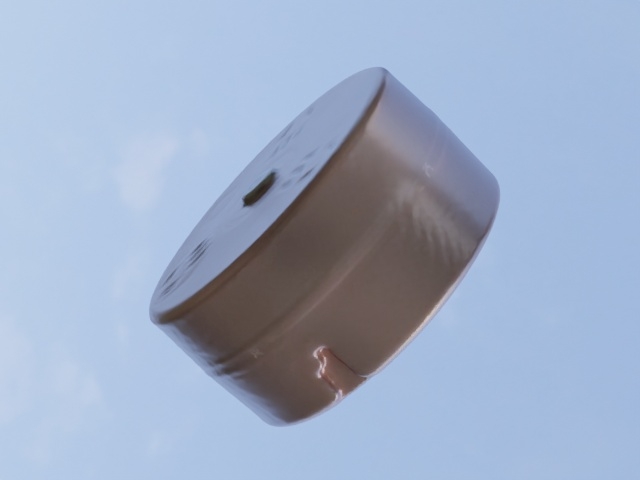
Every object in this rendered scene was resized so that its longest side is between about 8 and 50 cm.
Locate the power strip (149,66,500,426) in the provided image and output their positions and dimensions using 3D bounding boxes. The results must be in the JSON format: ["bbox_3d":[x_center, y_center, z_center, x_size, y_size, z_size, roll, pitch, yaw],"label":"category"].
[{"bbox_3d":[0.000,0.000,0.603,0.078,0.154,0.154,42,-65,-14],"label":"power strip"}]
